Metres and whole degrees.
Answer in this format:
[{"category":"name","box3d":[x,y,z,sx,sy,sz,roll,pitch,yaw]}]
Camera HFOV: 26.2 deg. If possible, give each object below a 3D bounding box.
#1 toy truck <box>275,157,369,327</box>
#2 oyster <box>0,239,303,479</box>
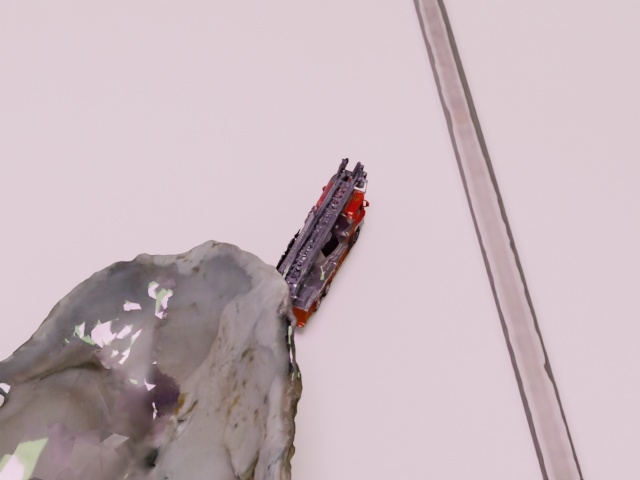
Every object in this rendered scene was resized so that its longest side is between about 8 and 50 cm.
[{"category":"toy truck","box3d":[0.000,0.000,0.606,0.024,0.032,0.083,19,49,16]},{"category":"oyster","box3d":[-0.058,0.105,0.473,0.199,0.087,0.252,-33,52,-18]}]
